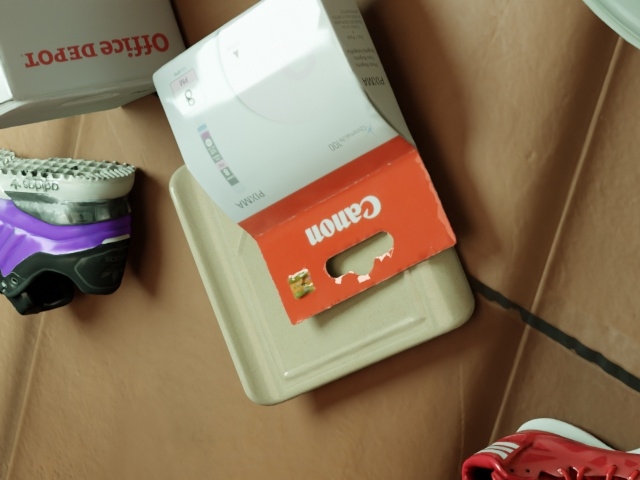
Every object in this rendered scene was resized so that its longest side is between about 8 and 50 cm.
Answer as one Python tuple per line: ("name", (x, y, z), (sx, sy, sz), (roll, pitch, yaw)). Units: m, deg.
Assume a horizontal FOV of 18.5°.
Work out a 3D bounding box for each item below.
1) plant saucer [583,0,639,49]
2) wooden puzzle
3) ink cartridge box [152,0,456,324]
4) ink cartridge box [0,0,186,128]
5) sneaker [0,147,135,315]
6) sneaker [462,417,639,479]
("plant saucer", (0.272, -0.254, 1.192), (0.400, 0.100, 0.400), (17, 123, 27))
("wooden puzzle", (0.000, 0.000, 1.606), (0.239, 0.044, 0.221), (-26, 82, 37))
("ink cartridge box", (-0.017, -0.069, 1.545), (0.189, 0.066, 0.232), (-28, 76, 37))
("ink cartridge box", (-0.254, -0.242, 1.654), (0.117, 0.207, 0.283), (-21, 86, 43))
("sneaker", (-0.289, -0.004, 1.815), (0.293, 0.102, 0.146), (7, 106, 40))
("sneaker", (0.199, 0.191, 1.413), (0.221, 0.128, 0.087), (5, 104, 41))
